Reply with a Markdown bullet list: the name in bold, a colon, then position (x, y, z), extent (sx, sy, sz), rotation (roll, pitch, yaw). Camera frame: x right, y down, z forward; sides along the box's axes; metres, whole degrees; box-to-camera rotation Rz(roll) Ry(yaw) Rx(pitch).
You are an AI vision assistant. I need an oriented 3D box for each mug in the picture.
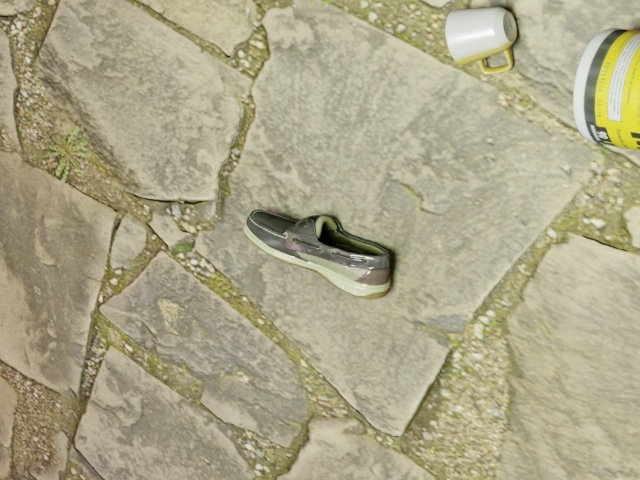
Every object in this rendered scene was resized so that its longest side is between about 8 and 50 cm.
- **mug**: position (0.185, -0.227, 1.357), extent (0.064, 0.078, 0.062), rotation (-7, 70, 35)

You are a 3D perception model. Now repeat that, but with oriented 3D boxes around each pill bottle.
- **pill bottle**: position (0.361, -0.136, 1.179), extent (0.208, 0.119, 0.119), rotation (15, 117, 38)

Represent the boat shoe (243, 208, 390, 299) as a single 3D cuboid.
- **boat shoe**: position (0.000, 0.001, 1.604), extent (0.223, 0.080, 0.073), rotation (27, 119, 26)
